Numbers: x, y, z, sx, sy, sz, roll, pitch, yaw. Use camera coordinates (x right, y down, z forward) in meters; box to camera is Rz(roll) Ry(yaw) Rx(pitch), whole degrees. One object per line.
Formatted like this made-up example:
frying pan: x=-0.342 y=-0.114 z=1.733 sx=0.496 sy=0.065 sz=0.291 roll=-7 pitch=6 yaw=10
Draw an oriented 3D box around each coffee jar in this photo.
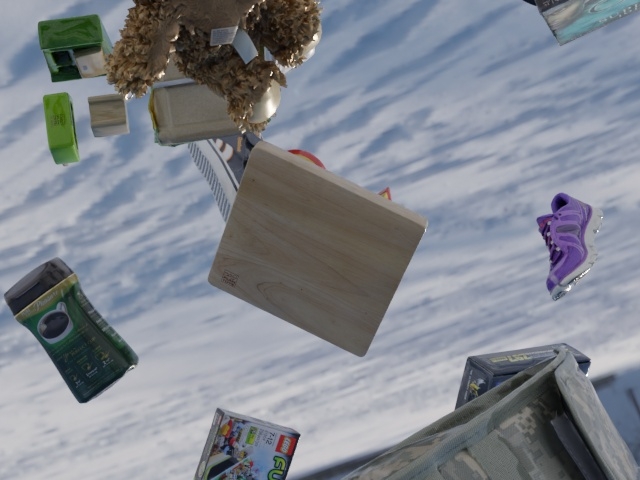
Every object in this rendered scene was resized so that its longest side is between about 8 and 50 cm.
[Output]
coffee jar: x=-0.329 y=0.117 z=1.581 sx=0.096 sy=0.184 sz=0.079 roll=-35 pitch=-176 yaw=9

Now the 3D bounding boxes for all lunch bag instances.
lunch bag: x=0.128 y=0.214 z=0.730 sx=0.287 sy=0.235 sz=0.169 roll=-24 pitch=173 yaw=-41

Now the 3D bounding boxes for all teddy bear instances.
teddy bear: x=-0.131 y=-0.254 z=1.255 sx=0.338 sy=0.245 sz=0.113 roll=14 pitch=-168 yaw=-42

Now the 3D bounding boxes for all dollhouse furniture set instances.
dollhouse furniture set: x=-0.232 y=-0.211 z=1.690 sx=0.301 sy=0.198 sz=0.151 roll=-8 pitch=169 yaw=-5

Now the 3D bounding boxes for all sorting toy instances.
sorting toy: x=0.000 y=0.000 z=1.703 sx=0.089 sy=0.257 sz=0.255 roll=-58 pitch=172 yaw=-53

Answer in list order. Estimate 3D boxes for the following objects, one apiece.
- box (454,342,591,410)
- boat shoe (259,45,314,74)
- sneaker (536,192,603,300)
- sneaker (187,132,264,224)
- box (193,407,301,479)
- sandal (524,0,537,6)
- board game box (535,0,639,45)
box: x=0.256 y=0.259 z=1.611 sx=0.183 sy=0.233 sz=0.059 roll=-3 pitch=-155 yaw=-36
boat shoe: x=-0.118 y=-0.357 z=1.777 sx=0.156 sy=0.136 sz=0.367 roll=-41 pitch=153 yaw=-15
sneaker: x=0.279 y=0.005 z=1.400 sx=0.068 sy=0.071 sz=0.170 roll=-53 pitch=-172 yaw=37
sneaker: x=-0.145 y=-0.131 z=2.137 sx=0.127 sy=0.321 sz=0.126 roll=-17 pitch=134 yaw=-13
box: x=-0.112 y=0.332 z=1.561 sx=0.114 sy=0.207 sz=0.036 roll=19 pitch=178 yaw=-21
sandal: x=0.238 y=-0.391 z=1.472 sx=0.097 sy=0.254 sz=0.054 roll=0 pitch=-137 yaw=33
board game box: x=0.249 y=-0.202 z=0.873 sx=0.186 sy=0.026 sz=0.126 roll=-24 pitch=171 yaw=16
